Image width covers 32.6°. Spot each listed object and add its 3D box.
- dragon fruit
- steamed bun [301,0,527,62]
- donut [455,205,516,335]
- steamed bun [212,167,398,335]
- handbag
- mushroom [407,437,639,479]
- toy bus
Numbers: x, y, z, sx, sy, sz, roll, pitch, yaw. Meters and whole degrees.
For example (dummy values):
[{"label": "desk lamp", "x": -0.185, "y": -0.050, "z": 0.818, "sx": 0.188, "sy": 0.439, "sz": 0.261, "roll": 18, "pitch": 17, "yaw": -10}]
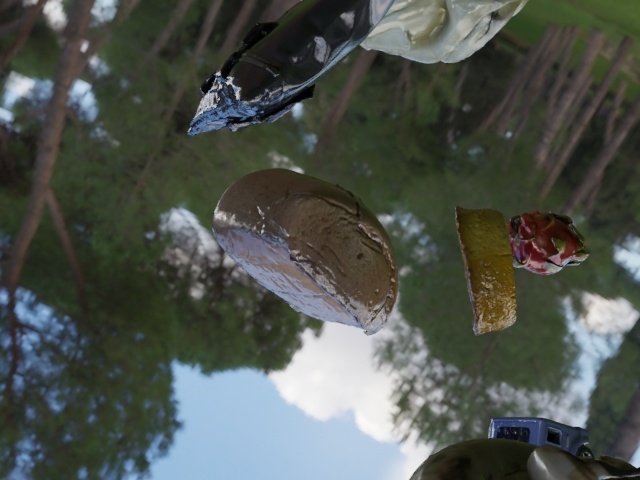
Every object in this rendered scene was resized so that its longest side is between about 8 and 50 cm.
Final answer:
[{"label": "dragon fruit", "x": 0.286, "y": 0.004, "z": 1.379, "sx": 0.086, "sy": 0.081, "sz": 0.116, "roll": -12, "pitch": 158, "yaw": 42}, {"label": "steamed bun", "x": 0.174, "y": -0.401, "z": 1.459, "sx": 0.237, "sy": 0.394, "sz": 0.346, "roll": 7, "pitch": -128, "yaw": -63}, {"label": "donut", "x": 0.191, "y": 0.032, "z": 1.257, "sx": 0.058, "sy": 0.152, "sz": 0.152, "roll": -7, "pitch": -166, "yaw": 7}, {"label": "steamed bun", "x": 0.000, "y": 0.000, "z": 1.788, "sx": 0.251, "sy": 0.199, "sz": 0.301, "roll": 11, "pitch": 154, "yaw": 48}, {"label": "handbag", "x": -0.031, "y": -0.181, "z": 1.073, "sx": 0.089, "sy": 0.211, "sz": 0.254, "roll": 51, "pitch": 164, "yaw": -11}, {"label": "mushroom", "x": 0.255, "y": 0.321, "z": 1.122, "sx": 0.362, "sy": 0.294, "sz": 0.362, "roll": 20, "pitch": -164, "yaw": -6}, {"label": "toy bus", "x": 0.288, "y": 0.397, "z": 1.520, "sx": 0.133, "sy": 0.292, "sz": 0.125, "roll": 24, "pitch": 158, "yaw": -39}]
